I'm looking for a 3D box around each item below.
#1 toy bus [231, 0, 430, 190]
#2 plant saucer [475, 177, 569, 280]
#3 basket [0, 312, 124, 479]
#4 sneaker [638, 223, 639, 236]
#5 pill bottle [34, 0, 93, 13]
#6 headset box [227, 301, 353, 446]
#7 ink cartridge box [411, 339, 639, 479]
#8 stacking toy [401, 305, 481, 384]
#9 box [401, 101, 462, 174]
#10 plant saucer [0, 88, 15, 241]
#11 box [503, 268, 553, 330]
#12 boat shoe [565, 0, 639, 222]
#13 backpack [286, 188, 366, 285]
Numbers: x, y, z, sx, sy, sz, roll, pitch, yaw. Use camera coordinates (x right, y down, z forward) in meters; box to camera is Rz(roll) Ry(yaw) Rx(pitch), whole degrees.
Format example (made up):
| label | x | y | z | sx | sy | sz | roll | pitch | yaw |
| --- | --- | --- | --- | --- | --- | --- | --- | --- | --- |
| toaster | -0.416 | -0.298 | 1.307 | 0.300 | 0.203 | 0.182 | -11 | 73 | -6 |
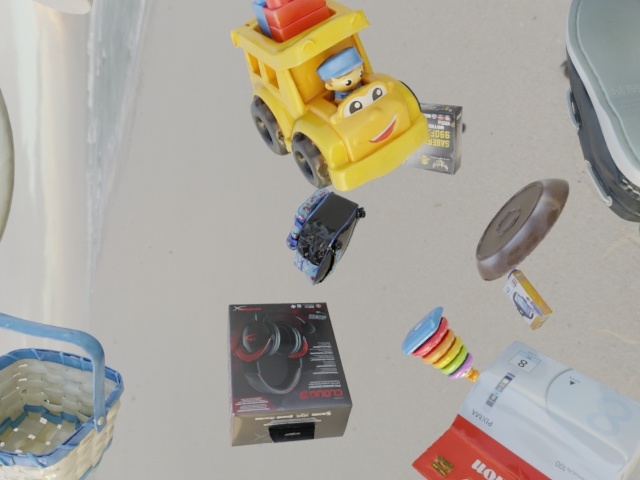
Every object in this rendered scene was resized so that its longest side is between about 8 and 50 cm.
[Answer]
| label | x | y | z | sx | sy | sz | roll | pitch | yaw |
| --- | --- | --- | --- | --- | --- | --- | --- | --- | --- |
| toy bus | 0.000 | -0.192 | 0.516 | 0.220 | 0.149 | 0.211 | 46 | 163 | 42 |
| plant saucer | 0.484 | -0.037 | 1.190 | 0.310 | 0.050 | 0.310 | -56 | 0 | 1 |
| basket | -0.440 | 0.232 | 0.716 | 0.201 | 0.255 | 0.289 | -63 | -16 | -57 |
| sneaker | 0.740 | -0.039 | 0.885 | 0.202 | 0.483 | 0.185 | 15 | 119 | 18 |
| pill bottle | -0.297 | -0.393 | 0.560 | 0.121 | 0.121 | 0.216 | 7 | 85 | 64 |
| headset box | -0.071 | 0.264 | 0.941 | 0.293 | 0.218 | 0.110 | -105 | 20 | -50 |
| ink cartridge box | 0.418 | 0.396 | 0.945 | 0.308 | 0.385 | 0.091 | 28 | 138 | 45 |
| stacking toy | 0.426 | 0.377 | 1.531 | 0.302 | 0.175 | 0.166 | 41 | 117 | 4 |
| box | 0.279 | -0.293 | 1.340 | 0.231 | 0.056 | 0.183 | 18 | 135 | 32 |
| plant saucer | -0.453 | -0.058 | 0.364 | 0.100 | 0.400 | 0.400 | 170 | 99 | -71 |
| box | 0.476 | 0.133 | 1.113 | 0.081 | 0.028 | 0.136 | 85 | 159 | -55 |
| boat shoe | 0.331 | -0.164 | 0.538 | 0.091 | 0.114 | 0.302 | 75 | -159 | -61 |
| backpack | 0.000 | 0.000 | 0.999 | 0.117 | 0.158 | 0.173 | 29 | 135 | 9 |
